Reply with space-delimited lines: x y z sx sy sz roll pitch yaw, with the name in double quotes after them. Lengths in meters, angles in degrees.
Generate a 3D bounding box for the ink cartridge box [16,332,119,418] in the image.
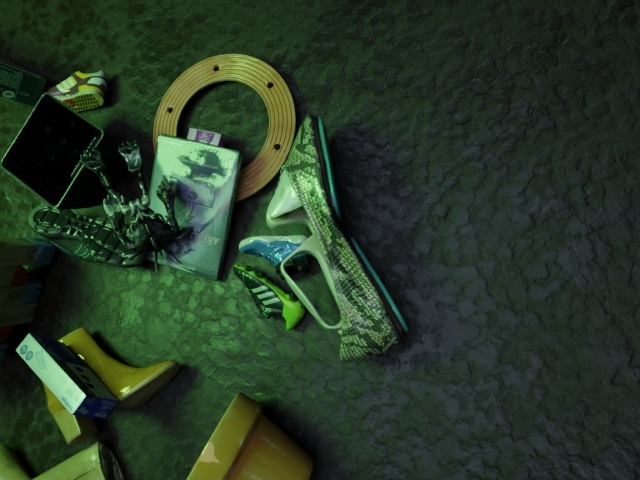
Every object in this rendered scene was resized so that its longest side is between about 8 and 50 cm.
-0.494 0.265 1.098 0.207 0.097 0.046 32 82 29 "ink cartridge box"

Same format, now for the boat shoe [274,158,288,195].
-0.063 -0.135 1.164 0.046 0.038 0.125 33 91 17 "boat shoe"

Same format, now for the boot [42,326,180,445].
-0.458 0.266 1.186 0.295 0.104 0.211 -34 68 3 "boot"

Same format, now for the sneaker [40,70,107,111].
-0.586 -0.354 1.333 0.185 0.069 0.084 -2 66 15 "sneaker"

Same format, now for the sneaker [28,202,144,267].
-0.502 -0.003 1.239 0.267 0.106 0.101 22 62 9 "sneaker"

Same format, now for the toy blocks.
-0.725 0.127 1.209 0.190 0.261 0.382 22 95 15 "toy blocks"

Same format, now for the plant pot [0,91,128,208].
-0.536 -0.177 1.235 0.188 0.167 0.188 33 91 16 "plant pot"

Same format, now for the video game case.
-0.276 -0.071 1.189 0.195 0.026 0.275 15 99 17 "video game case"

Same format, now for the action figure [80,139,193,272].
-0.361 -0.071 1.132 0.163 0.276 0.141 -18 42 -6 "action figure"

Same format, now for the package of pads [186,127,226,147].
-0.245 -0.208 1.197 0.083 0.032 0.050 14 90 18 "package of pads"

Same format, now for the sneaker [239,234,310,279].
-0.094 0.037 1.138 0.152 0.058 0.085 -2 73 9 "sneaker"

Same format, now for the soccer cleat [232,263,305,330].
-0.113 0.112 1.133 0.178 0.060 0.072 33 93 14 "soccer cleat"

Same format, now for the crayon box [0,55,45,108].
-0.813 -0.408 1.300 0.318 0.202 0.081 29 100 33 "crayon box"

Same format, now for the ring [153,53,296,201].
-0.210 -0.241 1.226 0.336 0.032 0.337 -2 81 14 "ring"

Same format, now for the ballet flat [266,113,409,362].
0.000 0.000 1.057 0.181 0.164 0.483 -22 81 2 "ballet flat"

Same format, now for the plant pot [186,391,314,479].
-0.123 0.416 1.031 0.187 0.205 0.205 30 91 2 "plant pot"

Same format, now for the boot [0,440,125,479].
-0.569 0.492 1.195 0.269 0.089 0.236 -28 83 9 "boot"
